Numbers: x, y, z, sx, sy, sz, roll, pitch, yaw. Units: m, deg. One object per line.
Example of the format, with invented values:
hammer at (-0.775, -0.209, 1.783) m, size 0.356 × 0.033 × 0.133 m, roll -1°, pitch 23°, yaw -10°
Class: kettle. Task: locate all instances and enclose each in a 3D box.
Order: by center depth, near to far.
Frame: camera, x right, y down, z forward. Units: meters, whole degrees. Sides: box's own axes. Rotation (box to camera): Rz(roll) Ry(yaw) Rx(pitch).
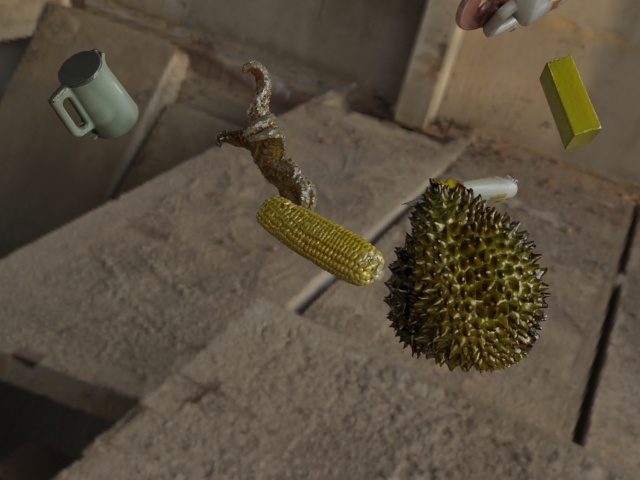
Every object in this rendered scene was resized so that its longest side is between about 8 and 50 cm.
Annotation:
kettle at (-0.423, -0.263, 1.806) m, size 0.126 × 0.148 × 0.098 m, roll -27°, pitch 53°, yaw 1°

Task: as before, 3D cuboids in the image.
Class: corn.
corn at (0.000, 0.000, 1.363) m, size 0.206 × 0.067 × 0.067 m, roll 31°, pitch 27°, yaw 20°

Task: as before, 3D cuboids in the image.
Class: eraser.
eraser at (0.372, -0.206, 1.464) m, size 0.045 × 0.122 × 0.097 m, roll -19°, pitch -9°, yaw 5°

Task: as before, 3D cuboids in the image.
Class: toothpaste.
toothpaste at (0.270, -0.086, 1.805) m, size 0.056 × 0.058 × 0.314 m, roll 37°, pitch 27°, yaw 31°

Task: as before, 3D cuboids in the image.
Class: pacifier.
pacifier at (0.343, -0.476, 1.626) m, size 0.332 × 0.273 × 0.220 m, roll -35°, pitch 23°, yaw -14°

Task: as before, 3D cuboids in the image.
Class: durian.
durian at (0.214, 0.061, 1.453) m, size 0.258 × 0.293 × 0.258 m, roll 1°, pitch 30°, yaw 0°

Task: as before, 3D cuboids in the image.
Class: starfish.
starfish at (-0.103, -0.168, 1.786) m, size 0.113 × 0.312 × 0.303 m, roll -23°, pitch 23°, yaw -14°
